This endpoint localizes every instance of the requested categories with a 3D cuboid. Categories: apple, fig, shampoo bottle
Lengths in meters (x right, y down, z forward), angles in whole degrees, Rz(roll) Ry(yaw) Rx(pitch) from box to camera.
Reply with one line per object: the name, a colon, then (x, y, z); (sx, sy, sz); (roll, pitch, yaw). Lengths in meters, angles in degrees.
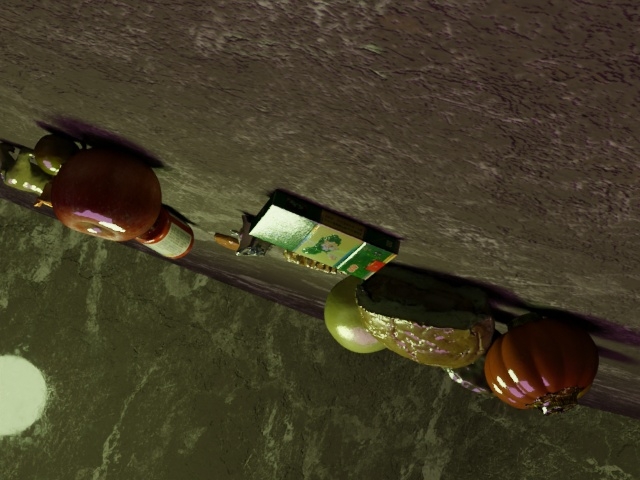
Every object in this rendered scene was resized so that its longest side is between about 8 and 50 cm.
apple: (-0.387, -0.090, 1.504); (0.201, 0.162, 0.201); (11, 163, 3)
fig: (-0.480, -0.161, 1.541); (0.098, 0.082, 0.084); (3, 135, 3)
apple: (0.109, 0.162, 1.879); (0.200, 0.200, 0.200); (19, 171, 3)
shampoo bottle: (-0.405, -0.033, 2.039); (0.104, 0.104, 0.278); (17, 170, 14)

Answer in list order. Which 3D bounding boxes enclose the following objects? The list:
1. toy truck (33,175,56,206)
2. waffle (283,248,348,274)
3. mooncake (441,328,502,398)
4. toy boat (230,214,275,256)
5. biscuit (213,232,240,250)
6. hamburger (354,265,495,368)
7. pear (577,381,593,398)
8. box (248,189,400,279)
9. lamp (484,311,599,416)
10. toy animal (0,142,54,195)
toy truck: (-0.501, -0.087, 1.811); (0.270, 0.135, 0.114); (12, 168, 40)
waffle: (0.009, 0.040, 1.701); (0.192, 0.046, 0.161); (14, -179, -31)
mooncake: (0.358, 0.261, 1.886); (0.228, 0.124, 0.228); (33, -168, -8)
toy boat: (-0.133, 0.000, 1.780); (0.066, 0.084, 0.210); (5, 174, 12)
biscuit: (-0.237, 0.008, 2.207); (0.102, 0.019, 0.130); (19, 171, -6)
hamburger: (0.214, 0.168, 1.694); (0.309, 0.132, 0.211); (11, 147, 29)
pear: (0.549, 0.297, 1.891); (0.149, 0.149, 0.162); (21, 161, -7)
box: (0.005, -0.005, 1.427); (0.235, 0.034, 0.132); (22, 150, -15)
lamp: (0.433, 0.242, 1.620); (0.223, 0.196, 0.223); (-13, 153, -7)
toy animal: (-0.649, -0.140, 1.915); (0.219, 0.101, 0.103); (27, 167, -40)
